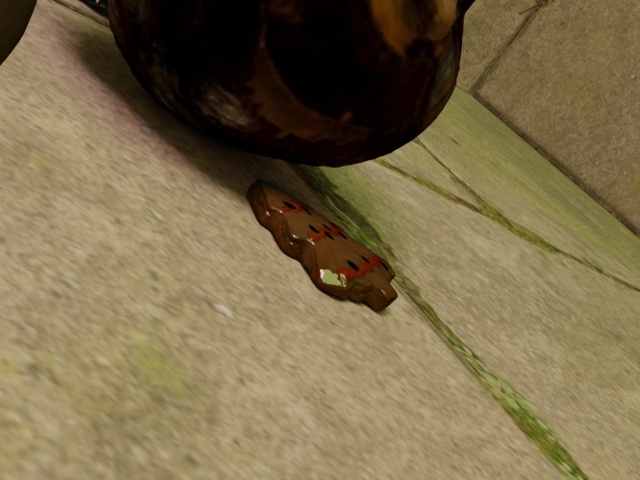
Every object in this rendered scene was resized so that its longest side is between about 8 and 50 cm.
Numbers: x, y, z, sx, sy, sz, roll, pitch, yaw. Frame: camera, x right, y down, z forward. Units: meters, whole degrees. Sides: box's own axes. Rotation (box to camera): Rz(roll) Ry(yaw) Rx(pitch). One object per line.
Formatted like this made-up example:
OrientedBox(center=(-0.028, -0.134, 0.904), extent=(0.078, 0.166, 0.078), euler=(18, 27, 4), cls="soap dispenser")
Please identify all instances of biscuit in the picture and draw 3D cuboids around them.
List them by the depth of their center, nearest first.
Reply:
OrientedBox(center=(0.000, 0.000, 0.785), extent=(0.130, 0.019, 0.119), euler=(40, 14, 13), cls="biscuit")

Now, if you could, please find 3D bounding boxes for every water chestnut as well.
OrientedBox(center=(-0.026, -0.222, 0.890), extent=(0.335, 0.335, 0.347), euler=(26, -15, -36), cls="water chestnut")

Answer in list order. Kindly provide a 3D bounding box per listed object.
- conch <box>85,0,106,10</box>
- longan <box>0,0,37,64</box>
OrientedBox(center=(-0.216, -0.259, 0.999), extent=(0.201, 0.079, 0.095), euler=(42, 31, -14), cls="conch")
OrientedBox(center=(-0.194, -0.129, 0.461), extent=(0.167, 0.167, 0.187), euler=(28, 36, -30), cls="longan")
